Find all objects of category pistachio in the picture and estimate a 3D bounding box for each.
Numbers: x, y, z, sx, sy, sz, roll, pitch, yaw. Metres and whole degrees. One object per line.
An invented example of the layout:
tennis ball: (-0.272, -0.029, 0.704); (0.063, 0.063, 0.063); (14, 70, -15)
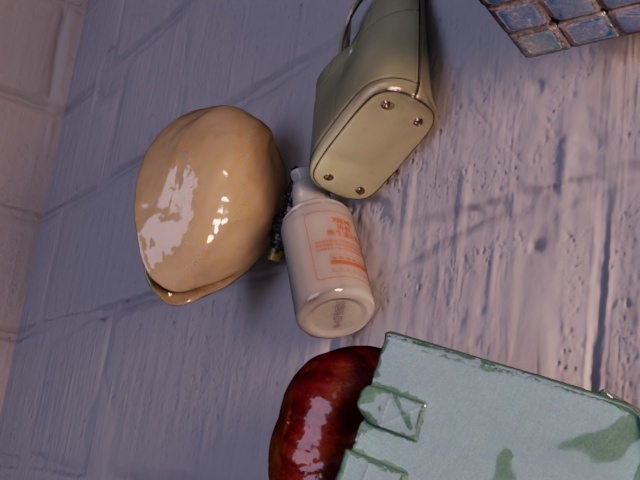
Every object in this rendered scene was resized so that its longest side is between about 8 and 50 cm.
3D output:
pistachio: (-0.169, -0.057, 1.455); (0.208, 0.226, 0.332); (125, 159, -67)

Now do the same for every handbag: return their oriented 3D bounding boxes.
handbag: (0.140, 0.234, 0.807); (0.274, 0.100, 0.269); (8, 78, 37)
handbag: (0.070, -0.219, 1.291); (0.241, 0.109, 0.315); (-47, 26, 38)

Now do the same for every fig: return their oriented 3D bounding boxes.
fig: (0.036, 0.216, 1.034); (0.249, 0.186, 0.204); (120, 150, -81)

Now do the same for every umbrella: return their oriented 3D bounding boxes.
umbrella: (-0.047, -0.038, 1.416); (0.037, 0.040, 0.144); (18, 92, 27)

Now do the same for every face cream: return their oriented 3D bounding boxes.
face cream: (0.000, 0.000, 1.253); (0.101, 0.101, 0.252); (-50, 36, 36)

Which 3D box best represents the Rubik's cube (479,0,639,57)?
Rubik's cube: (0.238, -0.324, 0.801); (0.236, 0.237, 0.238); (-6, 68, 33)
